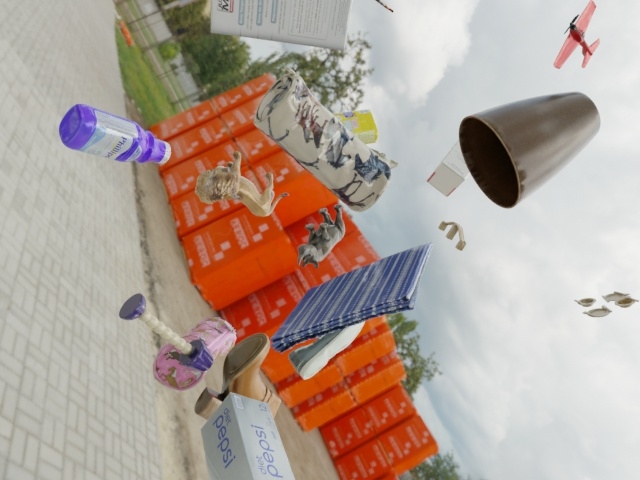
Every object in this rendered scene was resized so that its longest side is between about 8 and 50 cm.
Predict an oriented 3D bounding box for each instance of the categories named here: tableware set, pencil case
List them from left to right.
[{"bbox_3d":[-0.398,0.359,1.468,0.159,0.167,0.386,25,4,3],"label":"pencil case"},{"bbox_3d":[0.014,-0.262,1.197,0.410,0.184,0.160,38,0,-26],"label":"pencil case"},{"bbox_3d":[0.900,0.197,1.410,0.141,0.168,0.020,-65,135,-80],"label":"tableware set"}]

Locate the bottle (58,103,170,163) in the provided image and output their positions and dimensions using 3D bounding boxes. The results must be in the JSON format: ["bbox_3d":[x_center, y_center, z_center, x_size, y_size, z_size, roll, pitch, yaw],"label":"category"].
[{"bbox_3d":[-0.535,-0.269,1.198,0.282,0.118,0.092,10,48,-59],"label":"bottle"}]

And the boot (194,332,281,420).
[{"bbox_3d":[-0.179,0.409,1.236,0.220,0.284,0.109,40,-8,-32],"label":"boot"}]

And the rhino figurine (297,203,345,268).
[{"bbox_3d":[0.000,0.000,1.243,0.073,0.243,0.107,5,-55,29],"label":"rhino figurine"}]

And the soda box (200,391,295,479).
[{"bbox_3d":[-0.105,0.381,0.694,0.091,0.098,0.286,32,12,-34],"label":"soda box"}]

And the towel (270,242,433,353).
[{"bbox_3d":[0.067,0.118,0.928,0.040,0.335,0.243,59,31,-12],"label":"towel"}]

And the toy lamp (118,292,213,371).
[{"bbox_3d":[-0.370,0.240,1.111,0.275,0.080,0.080,51,1,-36],"label":"toy lamp"}]

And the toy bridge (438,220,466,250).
[{"bbox_3d":[0.475,-0.033,1.600,0.026,0.063,0.188,21,21,-16],"label":"toy bridge"}]

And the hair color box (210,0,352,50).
[{"bbox_3d":[-0.107,-0.646,1.220,0.114,0.373,0.186,-113,-152,-56],"label":"hair color box"}]

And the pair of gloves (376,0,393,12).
[{"bbox_3d":[0.165,-0.675,1.260,0.083,0.010,0.074,9,37,-41],"label":"pair of gloves"}]

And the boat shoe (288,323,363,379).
[{"bbox_3d":[0.028,0.328,1.507,0.099,0.319,0.116,35,-35,30],"label":"boat shoe"}]

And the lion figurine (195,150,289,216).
[{"bbox_3d":[-0.298,-0.190,1.778,0.391,0.142,0.241,26,50,-27],"label":"lion figurine"}]

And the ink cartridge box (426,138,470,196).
[{"bbox_3d":[0.492,-0.289,1.536,0.100,0.237,0.172,39,-13,5],"label":"ink cartridge box"}]

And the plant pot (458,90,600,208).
[{"bbox_3d":[0.453,-0.216,0.949,0.216,0.230,0.215,62,-1,2],"label":"plant pot"}]

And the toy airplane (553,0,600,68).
[{"bbox_3d":[0.568,-0.432,0.977,0.028,0.151,0.151,38,-23,43],"label":"toy airplane"}]

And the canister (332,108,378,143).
[{"bbox_3d":[0.094,-0.371,1.488,0.073,0.169,0.126,110,-32,-66],"label":"canister"}]
